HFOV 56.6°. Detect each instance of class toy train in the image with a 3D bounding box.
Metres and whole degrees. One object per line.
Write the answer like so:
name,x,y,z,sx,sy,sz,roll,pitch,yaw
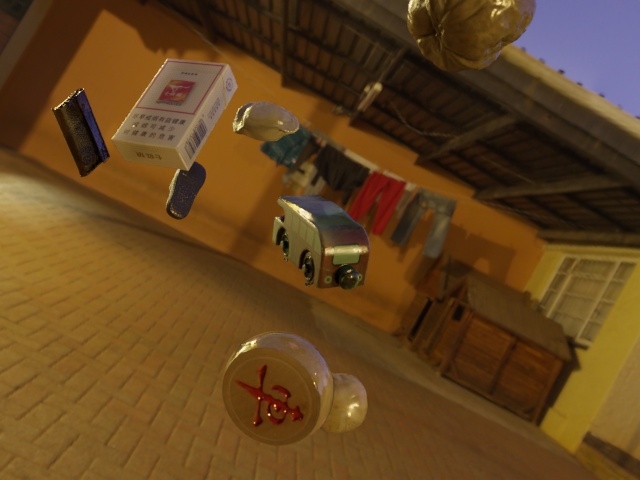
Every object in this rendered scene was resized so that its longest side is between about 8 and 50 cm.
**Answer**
toy train,0.000,0.000,1.310,0.129,0.159,0.326,-4,22,-23

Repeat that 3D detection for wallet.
wallet,-0.734,-0.330,1.842,0.039,0.133,0.243,13,-46,20

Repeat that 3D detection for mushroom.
mushroom,0.042,0.383,1.405,0.148,0.148,0.112,30,-15,-1

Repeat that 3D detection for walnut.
walnut,0.359,-0.552,1.447,0.253,0.276,0.282,53,-38,9

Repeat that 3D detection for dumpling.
dumpling,-0.192,-0.426,2.109,0.250,0.162,0.132,8,-29,15

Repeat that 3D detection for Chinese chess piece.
Chinese chess piece,-0.094,0.322,1.293,0.250,0.251,0.097,30,18,9

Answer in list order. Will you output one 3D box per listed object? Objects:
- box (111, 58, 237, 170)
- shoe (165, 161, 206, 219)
box,-0.392,-0.353,1.633,0.210,0.330,0.095,11,-30,19
shoe,-0.506,-0.182,2.164,0.108,0.241,0.093,35,-32,-32
